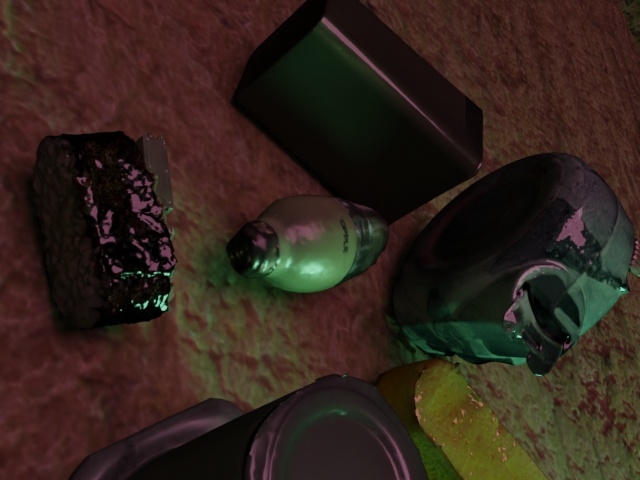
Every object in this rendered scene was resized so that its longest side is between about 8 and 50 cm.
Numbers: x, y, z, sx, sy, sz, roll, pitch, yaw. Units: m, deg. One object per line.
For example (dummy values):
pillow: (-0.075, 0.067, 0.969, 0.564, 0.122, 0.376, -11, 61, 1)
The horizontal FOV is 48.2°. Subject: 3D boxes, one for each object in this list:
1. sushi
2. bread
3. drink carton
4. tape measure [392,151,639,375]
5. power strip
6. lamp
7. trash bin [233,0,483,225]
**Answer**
sushi: (-0.162, -0.009, 0.536, 0.078, 0.090, 0.150, -7, 73, -47)
bread: (0.144, 0.229, 0.731, 0.245, 0.094, 0.102, 50, 47, -11)
drink carton: (-0.039, 0.192, 0.459, 0.191, 0.189, 0.185, -14, 79, -48)
tape measure: (0.218, 0.030, 0.814, 0.147, 0.256, 0.275, 49, 64, -16)
power strip: (-0.149, -0.061, 0.643, 0.027, 0.017, 0.083, 13, 57, -45)
lamp: (0.000, 0.000, 0.708, 0.250, 0.101, 0.101, -8, 73, -54)
trash bin: (0.043, -0.148, 0.812, 0.240, 0.164, 0.122, 37, 42, -23)
